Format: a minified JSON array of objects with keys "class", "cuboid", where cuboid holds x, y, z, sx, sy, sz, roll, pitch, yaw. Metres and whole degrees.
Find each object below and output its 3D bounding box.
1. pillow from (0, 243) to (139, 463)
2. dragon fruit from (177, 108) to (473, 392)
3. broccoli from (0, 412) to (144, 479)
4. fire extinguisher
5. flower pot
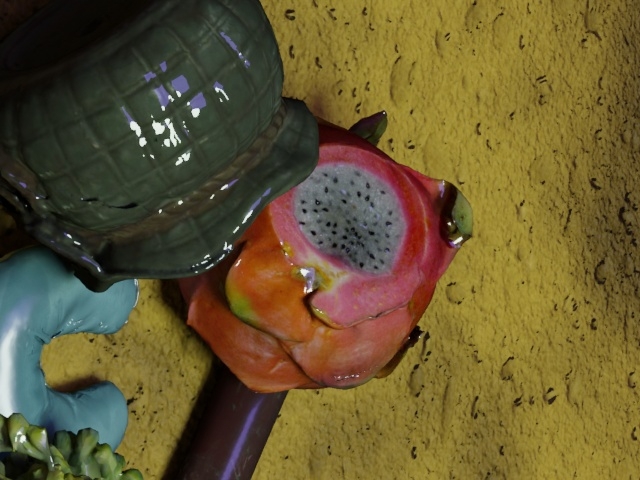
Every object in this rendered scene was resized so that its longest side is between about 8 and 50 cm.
[{"class":"pillow","cuboid":[-0.246,0.118,1.705,0.214,0.086,0.233,1,91,-48]},{"class":"dragon fruit","cuboid":[0.000,0.000,1.813,0.290,0.189,0.291,16,58,-26]},{"class":"broccoli","cuboid":[-0.273,0.313,1.576,0.334,0.272,0.324,0,77,-45]},{"class":"fire extinguisher","cuboid":[-0.078,0.174,1.873,0.089,0.072,0.268,73,37,-64]},{"class":"flower pot","cuboid":[-0.167,-0.101,1.631,0.302,0.302,0.213,-47,119,-32]}]
